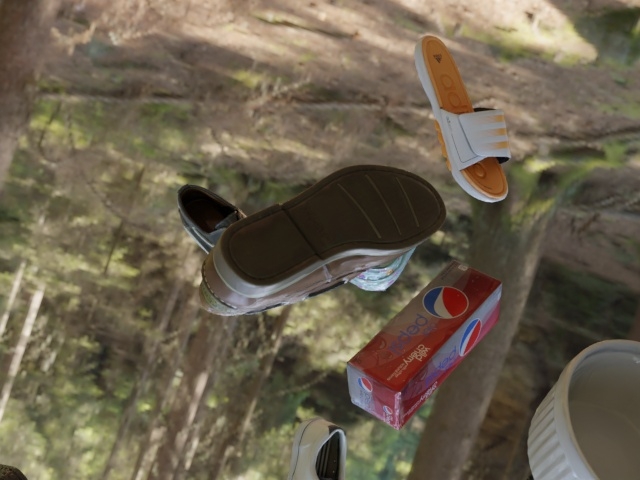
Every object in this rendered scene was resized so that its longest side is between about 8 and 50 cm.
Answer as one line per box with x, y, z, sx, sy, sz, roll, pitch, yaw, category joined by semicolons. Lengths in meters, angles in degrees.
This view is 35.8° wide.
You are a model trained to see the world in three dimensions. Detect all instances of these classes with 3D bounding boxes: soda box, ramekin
0.152;0.142;1.405;0.092;0.084;0.263;27;-130;30;soda box
0.311;0.216;1.008;0.207;0.207;0.109;19;140;-9;ramekin

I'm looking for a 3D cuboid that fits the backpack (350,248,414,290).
0.090;-0.013;1.603;0.151;0.182;0.115;16;160;15;backpack

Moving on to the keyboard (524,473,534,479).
0.339;0.303;1.386;0.023;0.180;0.108;48;-168;11;keyboard

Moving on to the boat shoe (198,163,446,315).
0.000;0.000;1.081;0.307;0.104;0.111;-15;-113;-35;boat shoe

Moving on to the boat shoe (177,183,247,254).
-0.127;-0.001;1.462;0.233;0.084;0.079;38;154;25;boat shoe

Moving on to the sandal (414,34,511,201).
0.213;-0.183;1.422;0.102;0.265;0.076;-19;175;-43;sandal

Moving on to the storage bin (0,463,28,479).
-0.337;0.284;0.950;0.180;0.122;0.084;-6;-163;47;storage bin

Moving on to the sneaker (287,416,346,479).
-0.011;0.427;1.650;0.094;0.258;0.091;8;172;-31;sneaker
